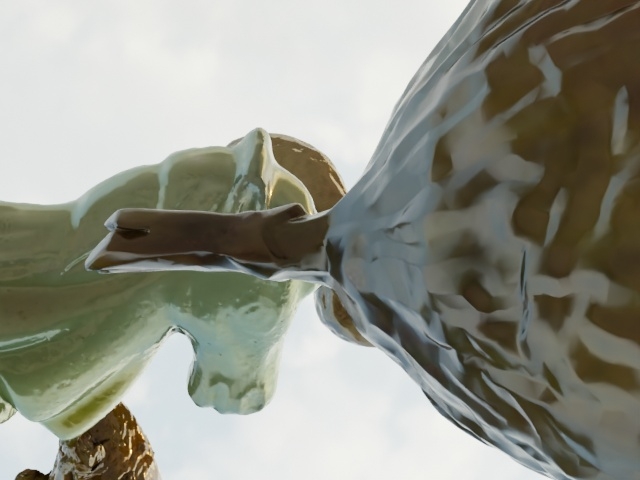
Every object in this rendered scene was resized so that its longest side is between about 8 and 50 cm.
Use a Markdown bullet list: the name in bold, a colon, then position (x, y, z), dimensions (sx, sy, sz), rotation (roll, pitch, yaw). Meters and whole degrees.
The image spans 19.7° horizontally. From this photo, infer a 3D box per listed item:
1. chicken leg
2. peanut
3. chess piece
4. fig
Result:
- **chicken leg**: position (-0.165, 0.142, 1.250), dimensions (0.101, 0.207, 0.085), rotation (-17, -145, -8)
- **peanut**: position (0.000, -0.001, 1.475), dimensions (0.104, 0.086, 0.228), rotation (-28, -121, -31)
- **chess piece**: position (-0.135, 0.040, 1.074), dimensions (0.298, 0.176, 0.176), rotation (-12, -122, 11)
- **fig**: position (0.083, 0.006, 0.781), dimensions (0.368, 0.286, 0.286), rotation (-8, -124, 12)
